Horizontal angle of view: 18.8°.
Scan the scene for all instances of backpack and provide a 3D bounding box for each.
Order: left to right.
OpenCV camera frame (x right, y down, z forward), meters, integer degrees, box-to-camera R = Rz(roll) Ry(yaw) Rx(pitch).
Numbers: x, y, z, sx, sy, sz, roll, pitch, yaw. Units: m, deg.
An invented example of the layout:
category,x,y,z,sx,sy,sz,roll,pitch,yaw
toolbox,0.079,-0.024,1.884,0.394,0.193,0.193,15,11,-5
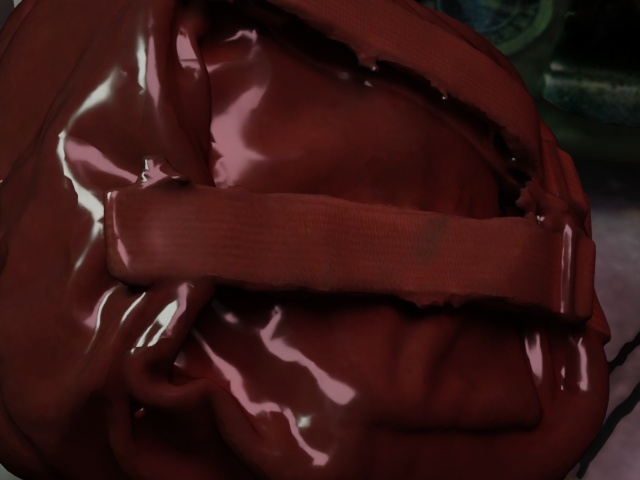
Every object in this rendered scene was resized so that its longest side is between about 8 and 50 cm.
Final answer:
category,x,y,z,sx,sy,sz,roll,pitch,yaw
backpack,-0.001,0.001,0.604,0.229,0.139,0.229,22,48,-27

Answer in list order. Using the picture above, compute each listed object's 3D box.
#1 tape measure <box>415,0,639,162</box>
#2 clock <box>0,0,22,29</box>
category,x,y,z,sx,sy,sz,roll,pitch,yaw
tape measure,0.091,-0.114,0.674,0.235,0.207,0.115,1,50,2
clock,-0.204,-0.099,0.696,0.231,0.116,0.262,13,45,4
